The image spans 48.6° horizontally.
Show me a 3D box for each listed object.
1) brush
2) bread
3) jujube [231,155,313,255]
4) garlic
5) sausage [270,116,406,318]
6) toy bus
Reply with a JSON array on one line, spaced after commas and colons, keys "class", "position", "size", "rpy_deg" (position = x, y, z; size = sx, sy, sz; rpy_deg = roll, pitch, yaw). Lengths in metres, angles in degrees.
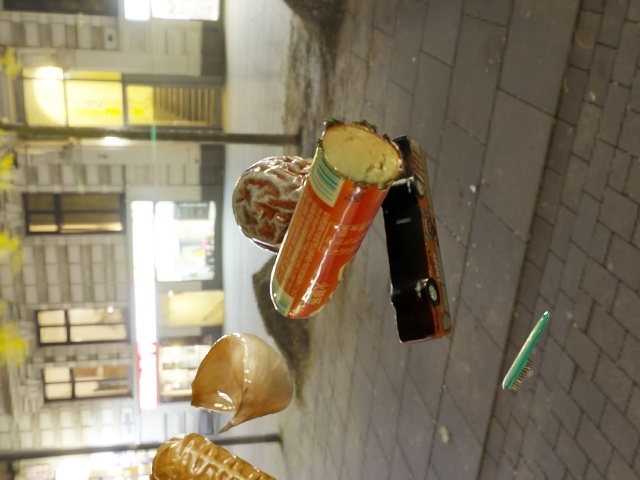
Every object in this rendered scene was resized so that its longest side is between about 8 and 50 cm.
[{"class": "brush", "position": [0.453, 0.243, 1.533], "size": [0.194, 0.032, 0.043], "rpy_deg": [-61, 5, 6]}, {"class": "bread", "position": [-0.054, 0.194, 0.524], "size": [0.052, 0.157, 0.044], "rpy_deg": [-56, -13, -35]}, {"class": "jujube", "position": [-0.050, -0.078, 1.680], "size": [0.215, 0.307, 0.247], "rpy_deg": [54, -139, -62]}, {"class": "garlic", "position": [-0.099, 0.182, 0.954], "size": [0.206, 0.128, 0.115], "rpy_deg": [164, 105, -69]}, {"class": "sausage", "position": [0.000, 0.000, 0.678], "size": [0.264, 0.083, 0.083], "rpy_deg": [114, 153, -51]}, {"class": "toy bus", "position": [0.178, -0.003, 1.376], "size": [0.093, 0.092, 0.409], "rpy_deg": [-16, 68, 30]}]
